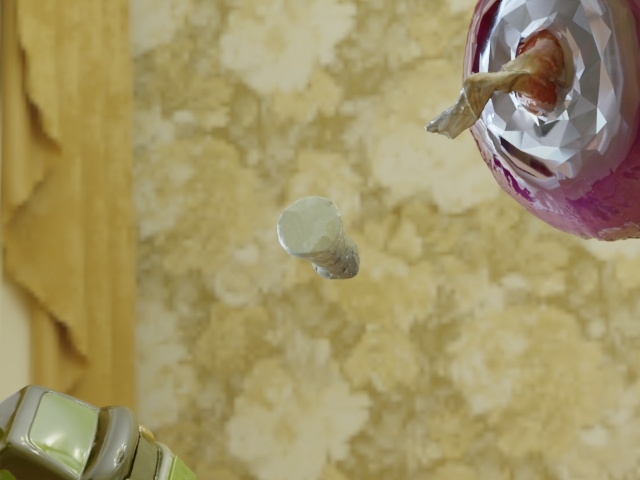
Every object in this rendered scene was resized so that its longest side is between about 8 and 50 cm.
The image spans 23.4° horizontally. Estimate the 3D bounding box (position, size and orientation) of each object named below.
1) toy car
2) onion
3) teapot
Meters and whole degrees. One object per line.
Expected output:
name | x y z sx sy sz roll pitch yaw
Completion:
toy car | -0.256 0.228 1.355 0.248 0.204 0.198 -32 -68 19
onion | 0.153 -0.088 0.799 0.177 0.177 0.153 -8 -20 30
teapot | 0.000 0.000 1.326 0.057 0.067 0.083 -43 -32 -2
